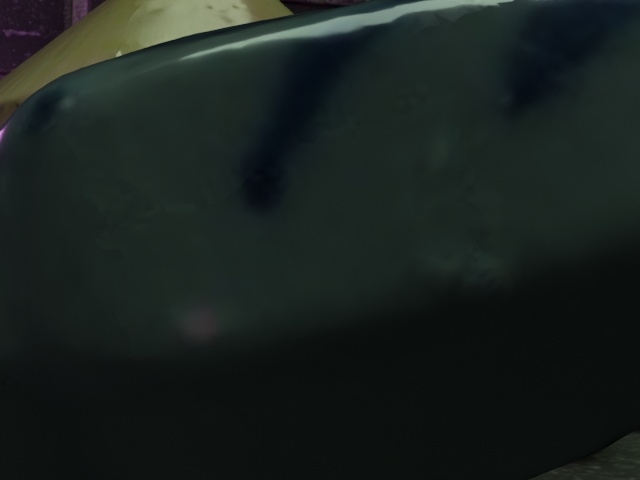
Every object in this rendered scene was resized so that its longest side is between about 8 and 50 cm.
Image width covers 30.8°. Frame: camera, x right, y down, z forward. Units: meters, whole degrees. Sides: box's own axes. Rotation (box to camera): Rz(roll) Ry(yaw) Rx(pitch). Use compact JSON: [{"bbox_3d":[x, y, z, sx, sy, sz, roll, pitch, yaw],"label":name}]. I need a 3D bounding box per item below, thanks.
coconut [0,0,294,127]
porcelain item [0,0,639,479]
[{"bbox_3d":[-0.083,-0.004,0.759,0.353,0.352,0.352,1,8,0],"label":"coconut"},{"bbox_3d":[0.000,0.000,0.461,0.405,0.178,0.242,-11,12,-2],"label":"porcelain item"}]
